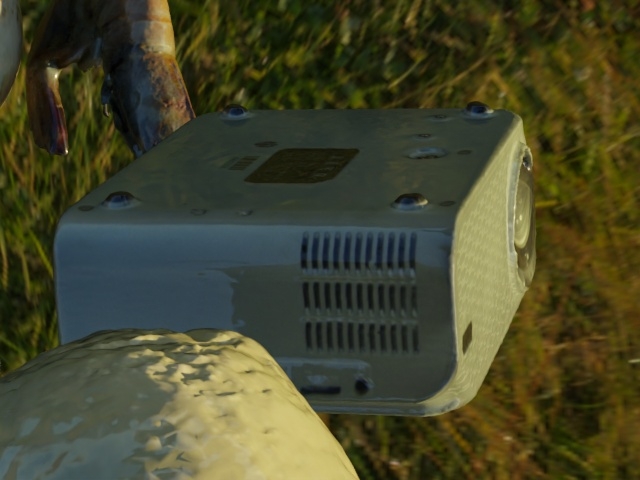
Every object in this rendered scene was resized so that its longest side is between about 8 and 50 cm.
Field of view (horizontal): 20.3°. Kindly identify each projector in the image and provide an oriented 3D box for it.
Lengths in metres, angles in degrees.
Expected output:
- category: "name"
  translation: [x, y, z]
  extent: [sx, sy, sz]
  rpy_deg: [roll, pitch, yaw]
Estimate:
- category: "projector"
  translation: [0.000, 0.000, 0.930]
  extent: [0.198, 0.250, 0.108]
  rpy_deg: [1, 106, 15]

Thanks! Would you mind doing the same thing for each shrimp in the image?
- category: "shrimp"
  translation: [-0.168, -0.095, 1.443]
  extent: [0.058, 0.169, 0.296]
  rpy_deg: [13, 52, -47]

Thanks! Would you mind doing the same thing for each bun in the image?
- category: "bun"
  translation: [-0.045, 0.135, 0.618]
  extent: [0.153, 0.244, 0.244]
  rpy_deg: [-20, 87, -33]

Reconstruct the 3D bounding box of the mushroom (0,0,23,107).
- category: "mushroom"
  translation: [-0.369, -0.171, 1.441]
  extent: [0.243, 0.243, 0.243]
  rpy_deg: [1, 84, -8]
